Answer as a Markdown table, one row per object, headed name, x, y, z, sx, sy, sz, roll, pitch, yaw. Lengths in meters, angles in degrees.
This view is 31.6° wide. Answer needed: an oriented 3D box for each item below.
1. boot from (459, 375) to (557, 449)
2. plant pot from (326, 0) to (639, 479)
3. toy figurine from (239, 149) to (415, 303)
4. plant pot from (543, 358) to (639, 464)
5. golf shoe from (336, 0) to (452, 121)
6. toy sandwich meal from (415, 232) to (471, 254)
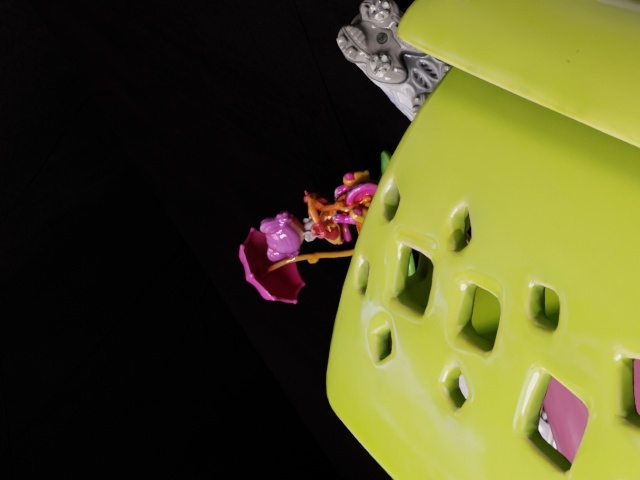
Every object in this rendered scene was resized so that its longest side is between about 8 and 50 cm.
| name | x | y | z | sx | sy | sz | roll | pitch | yaw |
| --- | --- | --- | --- | --- | --- | --- | --- | --- | --- |
| boot | 0.175 | 0.124 | 0.856 | 0.258 | 0.095 | 0.123 | 49 | 167 | -26 |
| plant pot | 0.153 | 0.002 | 0.422 | 0.228 | 0.227 | 0.207 | 37 | 131 | 50 |
| toy figurine | 0.000 | 0.000 | 1.086 | 0.173 | 0.159 | 0.130 | 81 | 174 | -52 |
| plant pot | 0.214 | 0.099 | 0.649 | 0.201 | 0.201 | 0.180 | 79 | 165 | -65 |
| golf shoe | 0.090 | -0.103 | 0.824 | 0.176 | 0.069 | 0.086 | 52 | -172 | 13 |
| toy sandwich meal | 0.114 | 0.002 | 1.061 | 0.085 | 0.029 | 0.085 | 49 | 167 | 15 |
